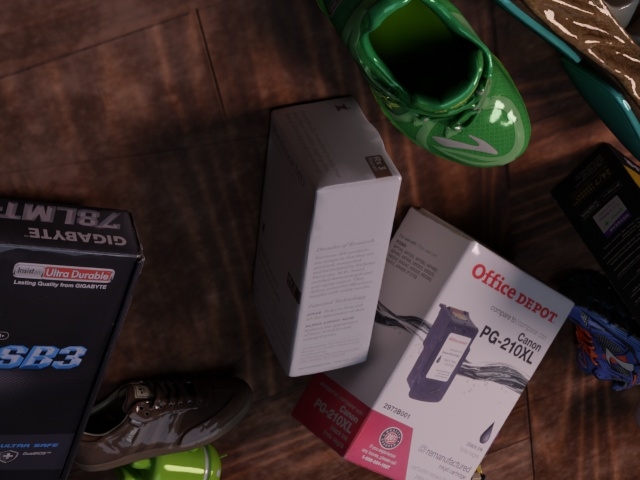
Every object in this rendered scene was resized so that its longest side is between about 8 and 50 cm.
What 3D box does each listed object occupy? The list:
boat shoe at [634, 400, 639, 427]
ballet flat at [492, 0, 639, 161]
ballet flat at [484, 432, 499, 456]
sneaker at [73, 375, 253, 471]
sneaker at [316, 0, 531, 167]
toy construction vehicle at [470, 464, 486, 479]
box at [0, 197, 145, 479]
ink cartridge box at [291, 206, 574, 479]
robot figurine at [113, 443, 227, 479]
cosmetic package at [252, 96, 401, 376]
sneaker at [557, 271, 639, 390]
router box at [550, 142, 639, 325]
[{"bbox_3d":[0.501,0.166,1.743,0.306,0.113,0.105,-4,127,-26],"label":"boat shoe"},{"bbox_3d":[0.247,-0.187,1.286,0.124,0.116,0.342,-47,130,6],"label":"ballet flat"},{"bbox_3d":[0.124,0.181,1.609,0.221,0.077,0.079,29,97,-47],"label":"ballet flat"},{"bbox_3d":[-0.158,0.167,1.452,0.188,0.066,0.071,-21,132,-8],"label":"sneaker"},{"bbox_3d":[0.091,-0.133,1.238,0.109,0.123,0.295,-38,137,11],"label":"sneaker"},{"bbox_3d":[0.146,0.271,1.731,0.086,0.035,0.098,-6,135,-9],"label":"toy construction vehicle"},{"bbox_3d":[-0.330,0.088,1.277,0.296,0.073,0.293,5,131,-25],"label":"box"},{"bbox_3d":[0.110,0.112,1.445,0.172,0.100,0.237,29,93,-40],"label":"ink cartridge box"},{"bbox_3d":[-0.151,0.229,1.514,0.115,0.067,0.101,13,113,-35],"label":"robot figurine"},{"bbox_3d":[0.000,0.000,1.330,0.086,0.117,0.231,-11,134,-18],"label":"cosmetic package"},{"bbox_3d":[0.310,0.110,1.618,0.087,0.083,0.221,-35,135,17],"label":"sneaker"},{"bbox_3d":[0.390,0.061,1.487,0.081,0.243,0.309,-44,135,19],"label":"router box"}]
